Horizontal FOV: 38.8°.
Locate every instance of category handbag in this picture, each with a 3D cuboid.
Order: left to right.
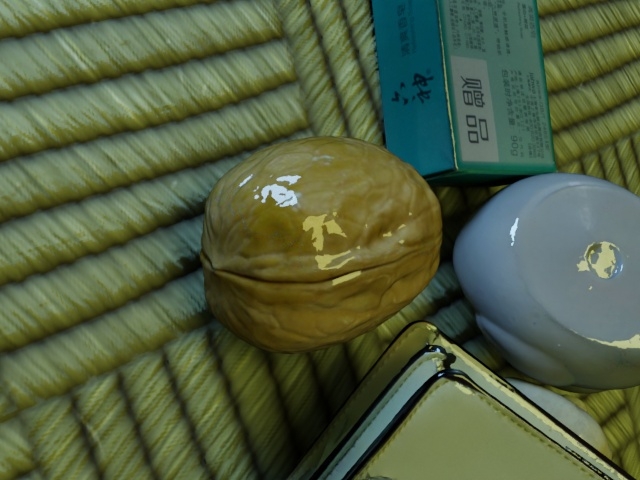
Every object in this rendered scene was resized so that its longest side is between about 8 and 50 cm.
[{"bbox_3d":[0.148,0.263,0.701,0.359,0.160,0.236,37,99,-10],"label":"handbag"}]

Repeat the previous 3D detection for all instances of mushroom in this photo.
[{"bbox_3d":[0.203,0.190,0.845,0.122,0.154,0.154,-38,107,-32],"label":"mushroom"}]

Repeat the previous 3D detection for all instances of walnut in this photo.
[{"bbox_3d":[0.000,0.000,0.710,0.197,0.165,0.165,-26,100,-38],"label":"walnut"}]

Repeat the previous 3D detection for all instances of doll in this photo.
[{"bbox_3d":[0.241,0.056,0.885,0.251,0.221,0.221,31,62,1],"label":"doll"}]

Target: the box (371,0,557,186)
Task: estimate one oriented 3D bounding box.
[{"bbox_3d":[0.139,-0.176,0.887,0.153,0.092,0.244,-1,83,-38],"label":"box"}]
